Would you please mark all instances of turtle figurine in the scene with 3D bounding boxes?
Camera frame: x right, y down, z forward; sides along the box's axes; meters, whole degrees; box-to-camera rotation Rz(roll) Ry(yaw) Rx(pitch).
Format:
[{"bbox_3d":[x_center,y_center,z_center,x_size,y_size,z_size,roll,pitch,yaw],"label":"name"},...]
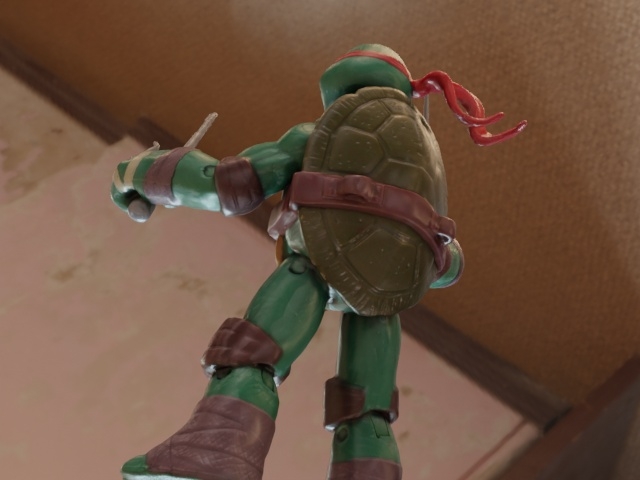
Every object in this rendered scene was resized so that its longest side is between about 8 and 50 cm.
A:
[{"bbox_3d":[0.000,0.000,0.442,0.175,0.234,0.118,20,153,-18],"label":"turtle figurine"}]
